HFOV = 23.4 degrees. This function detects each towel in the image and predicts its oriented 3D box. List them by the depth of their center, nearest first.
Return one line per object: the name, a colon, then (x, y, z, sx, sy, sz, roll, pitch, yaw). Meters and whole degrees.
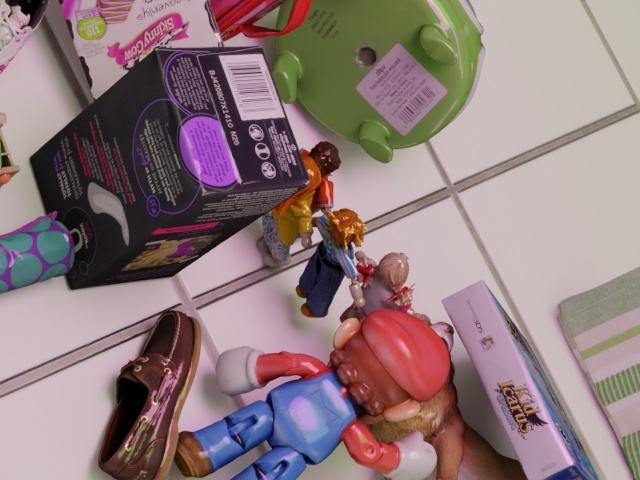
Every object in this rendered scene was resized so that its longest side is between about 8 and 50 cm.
towel: (0.484, 0.186, 2.067, 0.038, 0.248, 0.324, -16, 81, -62)

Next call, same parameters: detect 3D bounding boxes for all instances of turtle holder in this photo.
turtle holder: (0.057, -0.263, 1.965, 0.320, 0.243, 0.227, 19, 28, 15)

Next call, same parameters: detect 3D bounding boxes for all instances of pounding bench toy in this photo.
pounding bench toy: (-0.345, -0.088, 1.606, 0.052, 0.083, 0.065, -14, 77, -44)

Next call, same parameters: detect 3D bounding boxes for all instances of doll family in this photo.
doll family: (0.000, 0.000, 1.768, 0.118, 0.163, 0.263, -15, 59, -31)

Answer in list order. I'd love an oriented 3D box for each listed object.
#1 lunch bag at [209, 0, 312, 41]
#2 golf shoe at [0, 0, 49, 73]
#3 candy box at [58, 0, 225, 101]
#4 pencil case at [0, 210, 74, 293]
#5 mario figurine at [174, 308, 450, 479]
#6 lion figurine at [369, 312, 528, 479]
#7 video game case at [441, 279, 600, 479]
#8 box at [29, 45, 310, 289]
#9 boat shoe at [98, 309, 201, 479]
lunch bag: (-0.103, -0.351, 1.803, 0.120, 0.293, 0.258, -22, 83, -49)
golf shoe: (-0.354, -0.222, 1.667, 0.067, 0.086, 0.186, 41, 49, -18)
candy box: (-0.207, -0.264, 1.735, 0.159, 0.071, 0.233, -20, 94, 0)
pencil case: (-0.328, 0.019, 1.580, 0.152, 0.064, 0.070, -16, 96, -44)
mario figurine: (0.001, 0.195, 1.691, 0.320, 0.170, 0.198, -31, 117, -16)
lion figurine: (0.179, 0.275, 1.850, 0.392, 0.142, 0.240, 51, 28, -27)
video game case: (0.249, 0.196, 1.849, 0.244, 0.061, 0.269, 64, 8, 25)
box: (-0.163, -0.073, 1.621, 0.143, 0.270, 0.165, -8, 74, -42)
boat shoe: (-0.180, 0.159, 1.628, 0.073, 0.073, 0.207, 30, 52, -28)
